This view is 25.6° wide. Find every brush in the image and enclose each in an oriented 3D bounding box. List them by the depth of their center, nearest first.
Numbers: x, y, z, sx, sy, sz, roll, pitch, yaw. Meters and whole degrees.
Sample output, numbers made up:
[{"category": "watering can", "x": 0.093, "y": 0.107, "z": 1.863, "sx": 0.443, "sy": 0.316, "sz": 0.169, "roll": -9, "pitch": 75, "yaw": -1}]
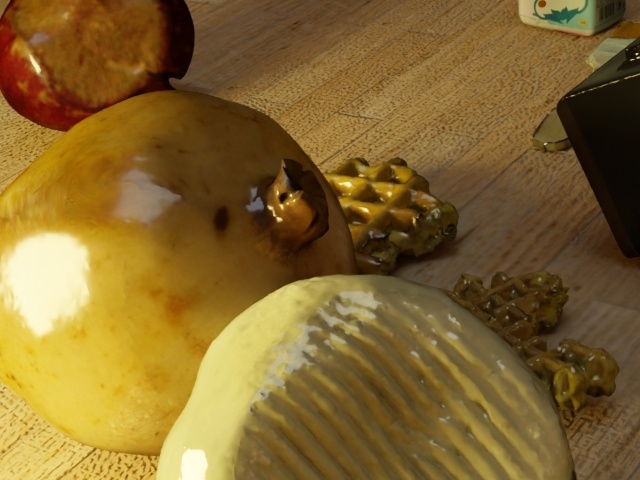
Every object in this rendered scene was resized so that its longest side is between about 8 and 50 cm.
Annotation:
[{"category": "brush", "x": 0.316, "y": -0.176, "z": 1.582, "sx": 0.085, "sy": 0.020, "sz": 0.336, "roll": 12, "pitch": 35, "yaw": 30}]

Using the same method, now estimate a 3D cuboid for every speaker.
[{"category": "speaker", "x": 0.351, "y": -0.112, "z": 1.252, "sx": 0.153, "sy": 0.192, "sz": 0.231, "roll": -15, "pitch": 15, "yaw": 46}]

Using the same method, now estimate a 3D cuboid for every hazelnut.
[{"category": "hazelnut", "x": -0.262, "y": -0.231, "z": 1.621, "sx": 0.234, "sy": 0.218, "sz": 0.218, "roll": -13, "pitch": 29, "yaw": -11}]

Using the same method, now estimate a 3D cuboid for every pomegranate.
[{"category": "pomegranate", "x": -0.120, "y": 0.028, "z": 1.059, "sx": 0.307, "sy": 0.307, "sz": 0.307, "roll": -5, "pitch": 29, "yaw": 3}]

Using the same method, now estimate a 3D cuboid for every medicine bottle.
[{"category": "medicine bottle", "x": 0.308, "y": -0.358, "z": 1.738, "sx": 0.119, "sy": 0.188, "sz": 0.094, "roll": 20, "pitch": 38, "yaw": 39}]

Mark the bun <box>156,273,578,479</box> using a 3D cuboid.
[{"category": "bun", "x": 0.022, "y": 0.146, "z": 0.891, "sx": 0.259, "sy": 0.259, "sz": 0.160, "roll": -15, "pitch": -14, "yaw": -14}]

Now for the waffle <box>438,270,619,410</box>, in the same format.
[{"category": "waffle", "x": 0.154, "y": 0.081, "z": 1.116, "sx": 0.149, "sy": 0.051, "sz": 0.194, "roll": -3, "pitch": 24, "yaw": 6}]

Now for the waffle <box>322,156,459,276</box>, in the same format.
[{"category": "waffle", "x": 0.000, "y": -0.002, "z": 1.302, "sx": 0.291, "sy": 0.051, "sz": 0.291, "roll": -8, "pitch": 29, "yaw": 4}]
